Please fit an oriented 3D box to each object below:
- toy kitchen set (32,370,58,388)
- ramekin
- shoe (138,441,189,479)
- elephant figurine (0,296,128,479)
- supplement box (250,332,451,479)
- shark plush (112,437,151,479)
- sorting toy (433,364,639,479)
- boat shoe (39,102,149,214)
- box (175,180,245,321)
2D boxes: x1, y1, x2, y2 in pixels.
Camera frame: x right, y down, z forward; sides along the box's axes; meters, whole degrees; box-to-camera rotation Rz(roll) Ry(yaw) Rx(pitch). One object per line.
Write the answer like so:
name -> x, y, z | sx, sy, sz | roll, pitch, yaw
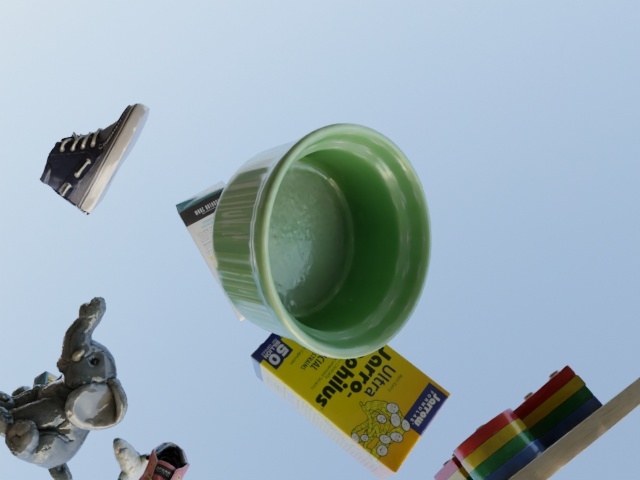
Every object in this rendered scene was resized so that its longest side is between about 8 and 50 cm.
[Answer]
toy kitchen set -> -0.539, 0.320, 1.299 | 0.207, 0.122, 0.166 | -28, -135, 16
ramekin -> 0.000, 0.000, 0.850 | 0.148, 0.303, 0.303 | 1, -118, 49
shoe -> -0.211, 0.316, 0.766 | 0.064, 0.178, 0.081 | 24, -87, -3
elephant figurine -> -0.394, 0.245, 1.012 | 0.239, 0.186, 0.169 | -38, -112, -17
supplement box -> 0.055, 0.299, 1.291 | 0.357, 0.195, 0.194 | 36, -111, 13
shark plush -> -0.341, 0.403, 1.142 | 0.073, 0.161, 0.067 | -42, -108, -13
sorting toy -> 0.263, 0.262, 0.801 | 0.257, 0.255, 0.089 | -26, -118, -23
boat shoe -> -0.555, -0.223, 1.500 | 0.340, 0.158, 0.127 | -51, -165, 25
box -> -0.164, 0.021, 1.142 | 0.101, 0.244, 0.060 | -29, -157, -9
